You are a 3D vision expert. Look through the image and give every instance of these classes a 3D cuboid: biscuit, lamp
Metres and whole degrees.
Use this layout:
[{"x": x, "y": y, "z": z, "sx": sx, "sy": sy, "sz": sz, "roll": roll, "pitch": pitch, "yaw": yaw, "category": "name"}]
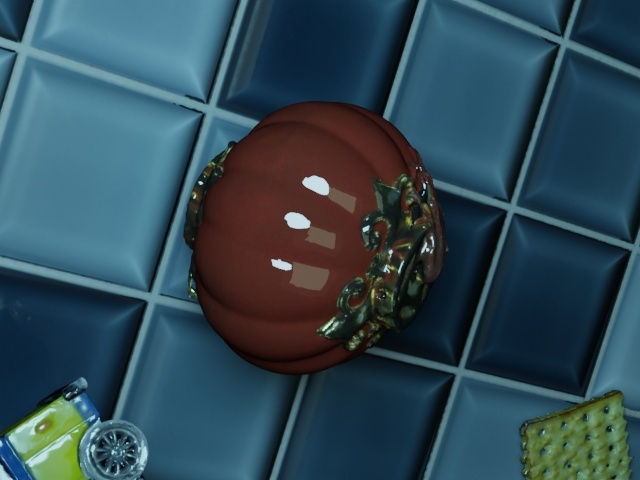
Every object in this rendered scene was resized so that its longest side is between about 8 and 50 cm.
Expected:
[{"x": 0.271, "y": 0.263, "z": 1.394, "sx": 0.144, "sy": 0.016, "sz": 0.203, "roll": -16, "pitch": 107, "yaw": -24, "category": "biscuit"}, {"x": 0.000, "y": 0.000, "z": 1.078, "sx": 0.227, "sy": 0.227, "sz": 0.227, "roll": -6, "pitch": 104, "yaw": -27, "category": "lamp"}]

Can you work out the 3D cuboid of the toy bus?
[{"x": -0.175, "y": 0.266, "z": 1.028, "sx": 0.175, "sy": 0.138, "sz": 0.288, "roll": -34, "pitch": 92, "yaw": -23, "category": "toy bus"}]
